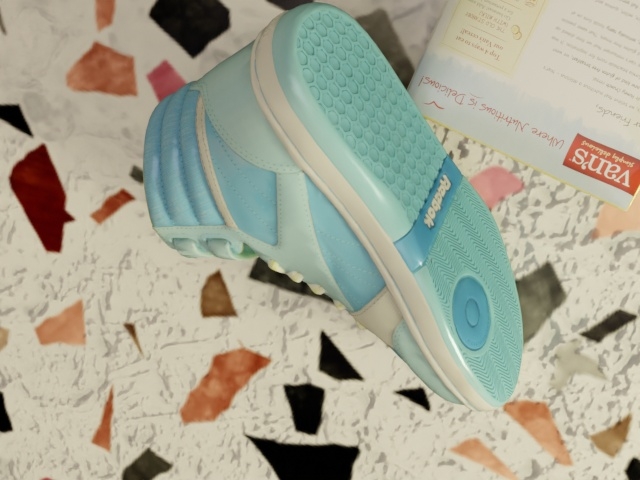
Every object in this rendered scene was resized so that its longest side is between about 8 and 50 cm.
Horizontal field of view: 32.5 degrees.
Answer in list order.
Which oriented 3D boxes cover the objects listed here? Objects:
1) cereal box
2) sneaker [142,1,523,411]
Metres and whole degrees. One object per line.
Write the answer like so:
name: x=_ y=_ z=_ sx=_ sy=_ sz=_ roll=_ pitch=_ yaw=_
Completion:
cereal box: x=0.179 y=-0.162 z=0.723 sx=0.173 sy=0.047 sz=0.240 roll=27 pitch=110 yaw=8
sneaker: x=0.000 y=0.000 z=0.788 sx=0.208 sy=0.127 sz=0.319 roll=-17 pitch=114 yaw=38
